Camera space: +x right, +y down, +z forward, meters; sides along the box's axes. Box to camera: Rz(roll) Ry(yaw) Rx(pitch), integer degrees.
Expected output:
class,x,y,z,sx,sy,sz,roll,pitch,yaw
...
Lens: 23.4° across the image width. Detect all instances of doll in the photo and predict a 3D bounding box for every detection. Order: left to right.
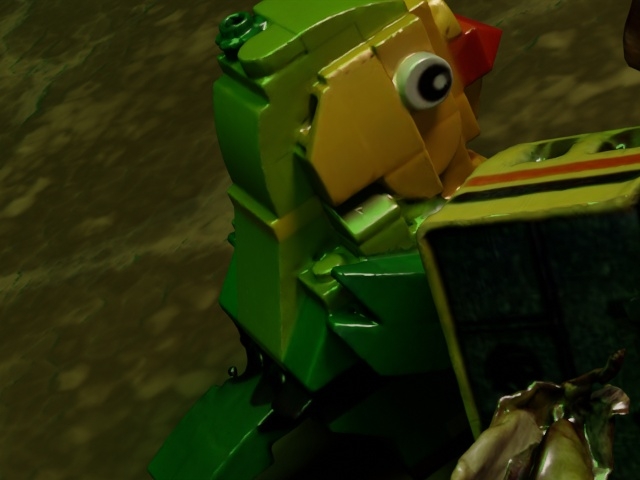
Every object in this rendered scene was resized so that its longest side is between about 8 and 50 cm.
class,x,y,z,sx,sy,sz,roll,pitch,yaw
doll,0.008,-0.001,0.554,0.134,0.186,0.106,-7,24,-24

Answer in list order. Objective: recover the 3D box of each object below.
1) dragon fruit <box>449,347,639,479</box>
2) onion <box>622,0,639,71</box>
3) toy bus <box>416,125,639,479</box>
class,x,y,z,sx,sy,sz,roll,pitch,yaw
dragon fruit,0.005,0.122,0.401,0.246,0.125,0.125,-43,-8,-20
onion,0.202,-0.111,0.504,0.227,0.283,0.120,-52,57,22
toy bus,0.203,0.012,0.440,0.335,0.121,0.123,-7,19,27
